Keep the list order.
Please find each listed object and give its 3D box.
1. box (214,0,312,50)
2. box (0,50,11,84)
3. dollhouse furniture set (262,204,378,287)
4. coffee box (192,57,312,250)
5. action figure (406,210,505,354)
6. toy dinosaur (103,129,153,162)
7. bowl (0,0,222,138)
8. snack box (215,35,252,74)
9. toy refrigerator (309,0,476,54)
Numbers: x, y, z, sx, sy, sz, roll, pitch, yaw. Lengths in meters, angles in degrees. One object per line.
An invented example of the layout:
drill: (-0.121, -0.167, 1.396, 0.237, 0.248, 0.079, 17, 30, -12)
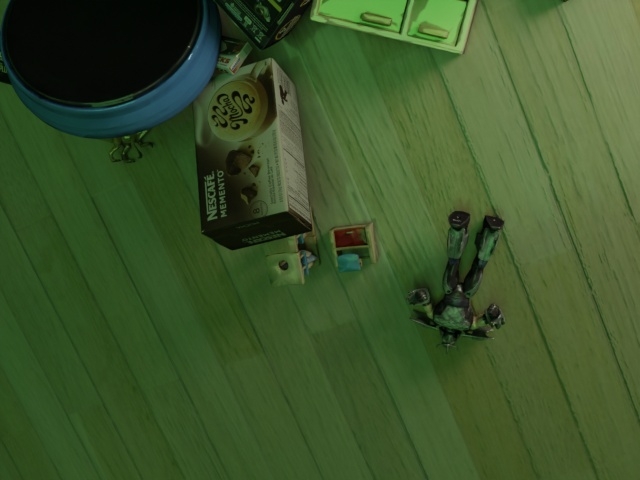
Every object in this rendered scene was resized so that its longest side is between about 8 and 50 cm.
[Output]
box: (-0.138, -0.551, 1.105, 0.395, 0.097, 0.318, 46, 141, -2)
box: (-0.579, -0.352, 1.368, 0.180, 0.147, 0.077, 16, 109, 10)
dollhouse furniture set: (0.000, 0.000, 1.328, 0.183, 0.129, 0.129, -6, 104, 17)
coffee box: (-0.125, -0.151, 1.254, 0.168, 0.119, 0.297, -13, 71, 18)
action figure: (0.258, 0.089, 1.306, 0.185, 0.099, 0.285, 9, 112, 3)
toy dinosaur: (-0.407, -0.206, 1.426, 0.183, 0.053, 0.092, -7, 88, 9)
bowl: (-0.372, -0.368, 1.232, 0.391, 0.077, 0.391, -1, 70, 4)
snack box: (-0.208, -0.349, 1.285, 0.178, 0.022, 0.064, 23, 75, 34)
toy refrigerator: (0.126, -0.399, 1.199, 0.269, 0.094, 0.102, 16, 109, 9)
